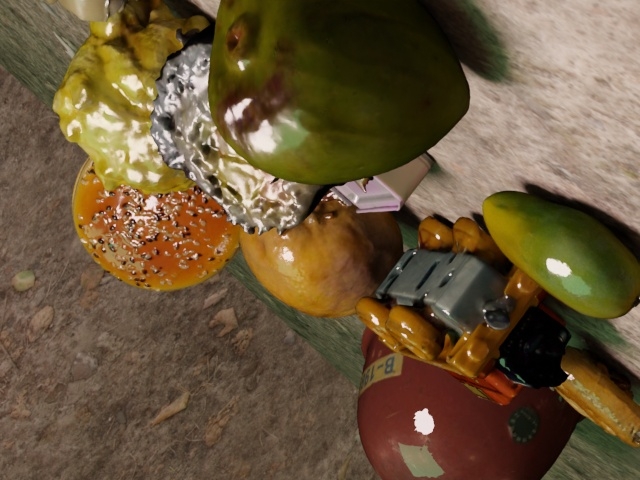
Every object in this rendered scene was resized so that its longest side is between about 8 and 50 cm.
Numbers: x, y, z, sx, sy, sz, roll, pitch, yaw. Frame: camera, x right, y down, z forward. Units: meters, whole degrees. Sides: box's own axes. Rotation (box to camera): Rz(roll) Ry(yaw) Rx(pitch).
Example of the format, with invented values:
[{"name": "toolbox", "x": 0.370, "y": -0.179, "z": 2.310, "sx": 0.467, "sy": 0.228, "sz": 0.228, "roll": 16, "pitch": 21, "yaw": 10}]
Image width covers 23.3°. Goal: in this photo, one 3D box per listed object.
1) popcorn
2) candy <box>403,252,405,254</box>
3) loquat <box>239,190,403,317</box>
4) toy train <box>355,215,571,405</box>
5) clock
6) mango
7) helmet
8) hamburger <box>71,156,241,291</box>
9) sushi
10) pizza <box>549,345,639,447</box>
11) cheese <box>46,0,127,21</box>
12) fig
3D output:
[{"name": "popcorn", "x": -0.210, "y": -0.189, "z": 1.927, "sx": 0.192, "sy": 0.233, "sz": 0.266, "roll": -66, "pitch": -35, "yaw": -74}, {"name": "candy", "x": 0.195, "y": 0.145, "z": 2.318, "sx": 0.312, "sy": 0.088, "sz": 0.061, "roll": 44, "pitch": 171, "yaw": -28}, {"name": "loquat", "x": 0.000, "y": 0.000, "z": 2.039, "sx": 0.238, "sy": 0.193, "sz": 0.238, "roll": 52, "pitch": 176, "yaw": 5}, {"name": "toy train", "x": 0.184, "y": 0.097, "z": 1.887, "sx": 0.231, "sy": 0.163, "sz": 0.369, "roll": 38, "pitch": 173, "yaw": -11}, {"name": "clock", "x": 0.036, "y": -0.103, "z": 1.789, "sx": 0.147, "sy": 0.071, "sz": 0.192, "roll": 41, "pitch": 171, "yaw": -10}, {"name": "mango", "x": 0.241, "y": 0.012, "z": 1.517, "sx": 0.122, "sy": 0.085, "sz": 0.191, "roll": 33, "pitch": -174, "yaw": -35}, {"name": "helmet", "x": 0.181, "y": 0.270, "z": 2.203, "sx": 0.337, "sy": 0.230, "sz": 0.385, "roll": 34, "pitch": 149, "yaw": -16}, {"name": "hamburger", "x": -0.252, "y": -0.062, "z": 2.502, "sx": 0.300, "sy": 0.300, "sz": 0.176, "roll": 41, "pitch": -172, "yaw": -10}, {"name": "sushi", "x": -0.031, "y": -0.140, "z": 1.560, "sx": 0.225, "sy": 0.218, "sz": 0.239, "roll": -26, "pitch": 88, "yaw": 43}, {"name": "pizza", "x": 0.354, "y": 0.192, "z": 1.985, "sx": 0.154, "sy": 0.069, "sz": 0.194, "roll": 39, "pitch": 178, "yaw": 4}, {"name": "cheese", "x": -0.300, "y": -0.338, "z": 1.812, "sx": 0.202, "sy": 0.091, "sz": 0.175, "roll": 44, "pitch": 156, "yaw": 24}, {"name": "fig", "x": 0.021, "y": -0.144, "z": 1.334, "sx": 0.225, "sy": 0.203, "sz": 0.203, "roll": 8, "pitch": -172, "yaw": -30}]
